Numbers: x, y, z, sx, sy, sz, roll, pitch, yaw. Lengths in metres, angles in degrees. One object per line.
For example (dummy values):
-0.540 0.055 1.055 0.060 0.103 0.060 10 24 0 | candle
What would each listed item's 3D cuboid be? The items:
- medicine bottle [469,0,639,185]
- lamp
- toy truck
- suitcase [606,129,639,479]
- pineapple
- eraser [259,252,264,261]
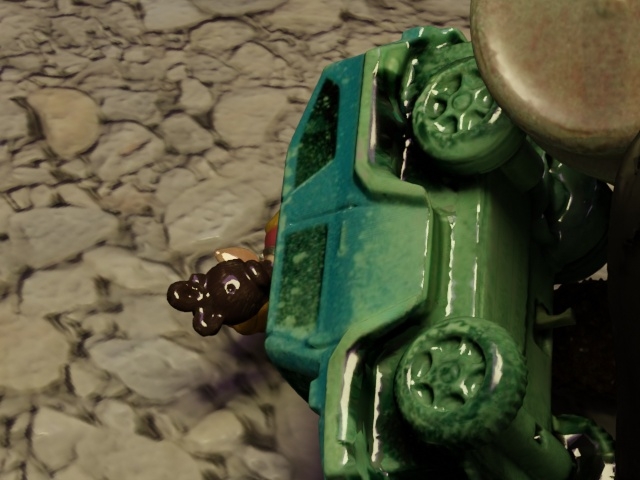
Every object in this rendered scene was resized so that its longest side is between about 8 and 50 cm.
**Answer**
0.207 -0.086 0.932 0.151 0.151 0.322 16 1 32 | medicine bottle
0.017 0.007 1.114 0.253 0.118 0.118 -31 39 -22 | lamp
0.065 0.031 0.951 0.156 0.155 0.278 -11 58 29 | toy truck
0.303 0.032 0.802 0.345 0.339 0.188 -22 41 -17 | suitcase
0.114 0.059 1.047 0.159 0.074 0.074 -4 35 14 | pineapple
0.000 0.000 1.201 0.038 0.019 0.083 19 44 38 | eraser
